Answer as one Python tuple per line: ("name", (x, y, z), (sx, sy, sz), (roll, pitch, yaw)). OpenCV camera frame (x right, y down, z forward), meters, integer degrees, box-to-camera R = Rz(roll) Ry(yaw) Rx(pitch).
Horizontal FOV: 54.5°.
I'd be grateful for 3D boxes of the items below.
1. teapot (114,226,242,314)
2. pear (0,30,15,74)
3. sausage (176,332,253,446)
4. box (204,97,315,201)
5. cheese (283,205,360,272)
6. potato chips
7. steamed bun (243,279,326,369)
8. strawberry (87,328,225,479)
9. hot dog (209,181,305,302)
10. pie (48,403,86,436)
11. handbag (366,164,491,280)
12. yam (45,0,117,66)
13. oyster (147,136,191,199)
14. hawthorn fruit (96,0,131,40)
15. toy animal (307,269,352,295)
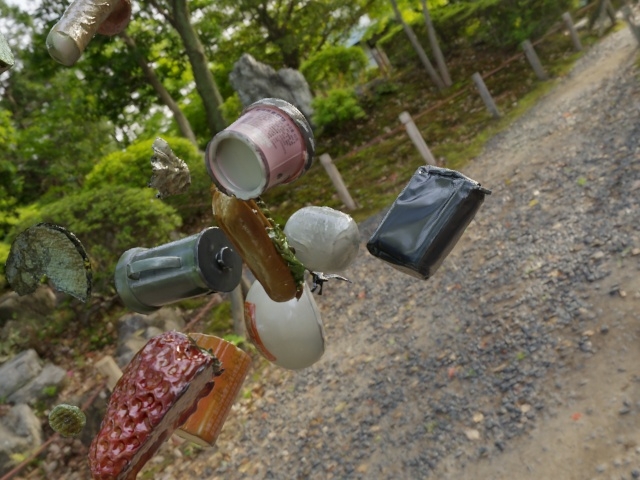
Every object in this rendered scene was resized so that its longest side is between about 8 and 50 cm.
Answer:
("teapot", (-0.397, 0.078, 1.704), (0.337, 0.200, 0.271), (-15, -15, 30))
("pear", (-0.665, -0.344, 1.062), (0.159, 0.292, 0.292), (-41, 10, 0))
("sausage", (-0.366, 0.449, 1.884), (0.233, 0.233, 0.287), (-17, 42, 54))
("box", (-0.105, -0.145, 1.038), (0.151, 0.151, 0.135), (-22, 16, 42))
("cheese", (0.000, 0.000, 1.593), (0.198, 0.189, 0.154), (80, -147, -62))
("potato chips", (-0.620, 0.060, 1.409), (0.220, 0.201, 0.029), (-14, 17, 15))
("steamed bun", (-0.142, 0.288, 2.205), (0.242, 0.374, 0.374), (-21, 7, -15))
("strawberry", (-0.304, 0.281, 1.113), (0.280, 0.150, 0.253), (-53, -7, 0))
("hot dog", (-0.117, 0.004, 1.280), (0.100, 0.337, 0.135), (-27, 37, 3))
("pie", (-0.584, 0.414, 1.430), (0.085, 0.084, 0.020), (-30, 12, 5))
("handbag", (0.304, -0.033, 1.641), (0.301, 0.178, 0.275), (-55, 34, -4))
("yam", (-0.475, -0.486, 1.288), (0.081, 0.081, 0.356), (-25, 39, 30))
("oyster", (-0.315, -0.144, 1.305), (0.072, 0.132, 0.209), (-1, -21, -5))
("hawthorn fruit", (-0.616, -0.655, 1.799), (0.149, 0.188, 0.149), (-4, 34, 3))
("toy animal", (-0.006, 0.110, 1.829), (0.108, 0.220, 0.062), (-96, 25, -61))
